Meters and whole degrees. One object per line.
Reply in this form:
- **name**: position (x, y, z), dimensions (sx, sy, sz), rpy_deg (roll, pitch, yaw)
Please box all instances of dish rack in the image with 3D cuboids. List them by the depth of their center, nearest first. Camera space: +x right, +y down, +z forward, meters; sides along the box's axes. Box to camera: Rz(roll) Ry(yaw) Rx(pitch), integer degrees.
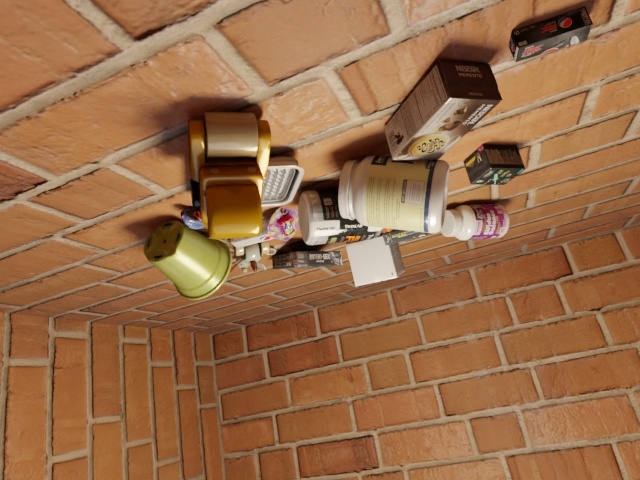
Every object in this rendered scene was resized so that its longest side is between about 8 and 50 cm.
- **dish rack**: position (-0.237, -0.191, 1.472), dimensions (0.333, 0.072, 0.285), rpy_deg (-5, 159, -17)

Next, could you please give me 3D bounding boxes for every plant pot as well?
- **plant pot**: position (-0.531, 0.059, 1.767), dimensions (0.276, 0.276, 0.254), rpy_deg (-17, 146, 17)

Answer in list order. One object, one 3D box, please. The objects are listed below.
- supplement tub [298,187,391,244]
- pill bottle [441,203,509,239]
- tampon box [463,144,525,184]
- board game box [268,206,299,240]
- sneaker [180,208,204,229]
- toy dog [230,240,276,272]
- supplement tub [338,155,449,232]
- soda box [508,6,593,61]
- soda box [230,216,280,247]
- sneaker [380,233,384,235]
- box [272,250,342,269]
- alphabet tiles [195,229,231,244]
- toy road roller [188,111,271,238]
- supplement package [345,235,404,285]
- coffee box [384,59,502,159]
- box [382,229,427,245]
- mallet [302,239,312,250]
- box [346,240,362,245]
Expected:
- **supplement tub**: position (0.097, -0.097, 1.714), dimensions (0.338, 0.207, 0.207), rpy_deg (-6, 160, -14)
- **pill bottle**: position (0.719, -0.087, 2.141), dimensions (0.302, 0.169, 0.169), rpy_deg (-4, 160, -21)
- **tampon box**: position (0.632, -0.275, 1.659), dimensions (0.161, 0.101, 0.120), rpy_deg (-2, 158, -22)
- **board game box**: position (-0.135, -0.060, 1.828), dimensions (0.033, 0.133, 0.169), rpy_deg (30, -169, 39)
- **sneaker**: position (-0.411, -0.092, 1.674), dimensions (0.221, 0.083, 0.087), rpy_deg (2, 144, -47)
- **toy dog**: position (-0.321, 0.094, 2.087), dimensions (0.220, 0.160, 0.333), rpy_deg (-11, 163, 1)
- **supplement tub**: position (0.241, -0.154, 1.481), dimensions (0.325, 0.235, 0.235), rpy_deg (7, 166, 18)
- **soda box**: position (0.544, -0.487, 1.082), dimensions (0.169, 0.053, 0.060), rpy_deg (-14, 161, 11)
- **soda box**: position (-0.265, -0.034, 1.896), dimensions (0.216, 0.073, 0.069), rpy_deg (-14, 160, 8)
- **sneaker**: position (0.214, -0.043, 2.129), dimensions (0.235, 0.090, 0.095), rpy_deg (-4, 169, -15)
- **box**: position (-0.071, 0.099, 2.262), dimensions (0.243, 0.076, 0.307), rpy_deg (0, 175, -30)
- **alphabet tiles**: position (-0.498, -0.002, 1.964), dimensions (0.237, 0.009, 0.198), rpy_deg (6, 155, -40)
- **toy road roller**: position (-0.234, -0.152, 1.202), dimensions (0.203, 0.240, 0.329), rpy_deg (-5, 134, -18)
- **supplement package**: position (0.263, 0.086, 2.141), dimensions (0.200, 0.197, 0.263), rpy_deg (-14, 178, 18)
- **coffee box**: position (0.326, -0.348, 1.257), dimensions (0.168, 0.118, 0.297), rpy_deg (-4, 161, -23)
- **box**: position (0.391, -0.040, 1.991), dimensions (0.184, 0.059, 0.233), rpy_deg (-15, -179, 25)
- **mallet**: position (0.000, 0.000, 2.213), dimensions (0.190, 0.062, 0.039), rpy_deg (-17, 167, -30)
- **box**: position (0.208, 0.003, 2.330), dimensions (0.137, 0.027, 0.094), rpy_deg (-17, 158, 19)
